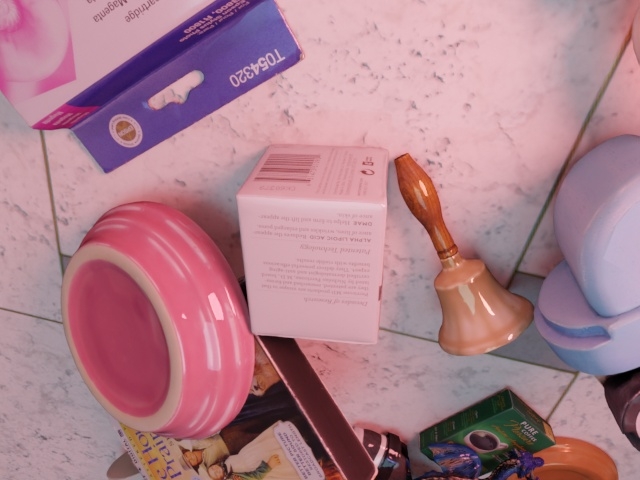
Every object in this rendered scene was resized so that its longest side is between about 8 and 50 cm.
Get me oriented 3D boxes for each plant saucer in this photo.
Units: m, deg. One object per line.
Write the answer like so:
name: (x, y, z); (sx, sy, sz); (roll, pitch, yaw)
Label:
plant saucer: (0.397, 0.412, 0.814); (0.200, 0.037, 0.200); (5, 121, 8)
plant saucer: (-0.236, 0.117, 0.635); (0.332, 0.084, 0.332); (9, 106, 33)

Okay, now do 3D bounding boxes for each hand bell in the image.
hand bell: (0.151, 0.006, 0.587); (0.126, 0.126, 0.242); (-25, 102, 23)

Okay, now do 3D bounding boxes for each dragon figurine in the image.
dragon figurine: (0.206, 0.375, 0.746); (0.289, 0.085, 0.144); (7, 121, 3)

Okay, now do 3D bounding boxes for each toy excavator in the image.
toy excavator: (0.352, -0.077, 0.442); (0.433, 0.222, 0.445); (-37, 100, 25)

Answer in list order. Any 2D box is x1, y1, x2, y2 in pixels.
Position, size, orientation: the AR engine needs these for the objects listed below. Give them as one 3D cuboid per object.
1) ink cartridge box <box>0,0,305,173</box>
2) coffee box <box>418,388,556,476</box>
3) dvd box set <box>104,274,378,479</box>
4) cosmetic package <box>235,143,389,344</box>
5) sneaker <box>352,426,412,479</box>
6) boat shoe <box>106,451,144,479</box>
ink cartridge box: (-0.235, -0.259, 0.502); (0.324, 0.071, 0.330); (-23, 113, 22)
coffee box: (0.266, 0.321, 0.779); (0.113, 0.040, 0.184); (40, 120, -14)
dvd box set: (-0.159, 0.276, 0.719); (0.420, 0.062, 0.307); (-36, 84, 35)
cosmetic package: (0.000, 0.000, 0.567); (0.151, 0.151, 0.183); (3, 122, 8)
sneaker: (0.096, 0.429, 0.852); (0.121, 0.079, 0.216); (12, 121, 4)
boat shoe: (-0.309, 0.448, 0.936); (0.228, 0.079, 0.081); (-17, 112, 16)
